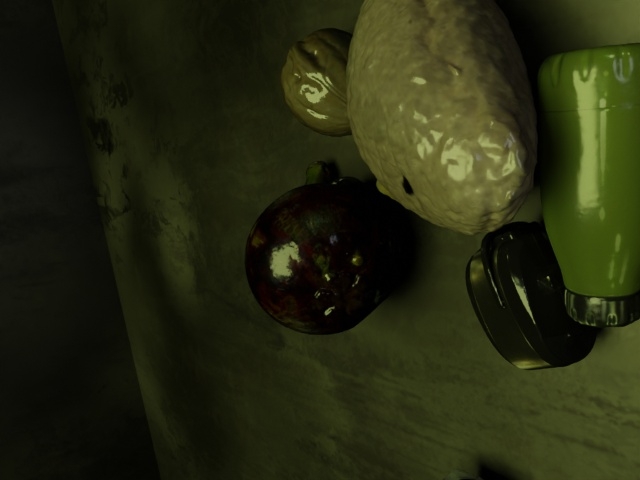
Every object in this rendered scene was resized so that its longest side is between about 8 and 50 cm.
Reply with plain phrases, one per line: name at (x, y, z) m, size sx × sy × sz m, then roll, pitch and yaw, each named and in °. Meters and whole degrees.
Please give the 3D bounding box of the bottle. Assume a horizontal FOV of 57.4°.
bottle at (0.269, -0.048, 0.557) m, size 0.112 × 0.112 × 0.260 m, roll 10°, pitch 111°, yaw 52°

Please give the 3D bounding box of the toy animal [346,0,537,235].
toy animal at (0.123, -0.153, 0.629) m, size 0.226 × 0.188 × 0.358 m, roll 62°, pitch -161°, yaw -62°

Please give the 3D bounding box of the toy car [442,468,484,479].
toy car at (0.266, 0.440, 0.746) m, size 0.301 × 0.118 × 0.193 m, roll 23°, pitch 130°, yaw 47°

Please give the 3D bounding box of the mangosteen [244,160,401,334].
mangosteen at (0.000, 0.000, 0.883) m, size 0.289 × 0.231 × 0.231 m, roll -98°, pitch 20°, yaw -49°

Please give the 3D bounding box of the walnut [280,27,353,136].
walnut at (0.016, -0.220, 0.821) m, size 0.162 × 0.140 × 0.140 m, roll -119°, pitch 34°, yaw -43°

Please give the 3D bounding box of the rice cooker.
rice cooker at (0.232, 0.062, 0.651) m, size 0.165 × 0.112 × 0.106 m, roll 65°, pitch 150°, yaw 14°
